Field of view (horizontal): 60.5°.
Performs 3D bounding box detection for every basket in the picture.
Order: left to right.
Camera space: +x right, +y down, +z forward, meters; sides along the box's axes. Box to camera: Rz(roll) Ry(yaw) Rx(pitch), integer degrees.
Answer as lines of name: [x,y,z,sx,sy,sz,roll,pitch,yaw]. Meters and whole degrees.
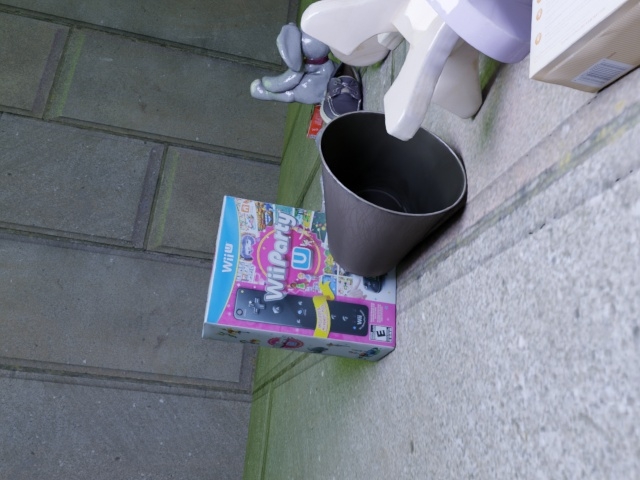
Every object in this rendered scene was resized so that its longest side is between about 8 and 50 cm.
basket: [0.085,-0.049,0.813,0.154,0.204,0.227,-56,-13,-27]

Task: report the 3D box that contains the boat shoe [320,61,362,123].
boat shoe: [0.057,-0.376,1.398,0.285,0.103,0.092,-85,5,-52]

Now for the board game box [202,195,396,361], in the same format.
board game box: [-0.030,0.067,0.923,0.097,0.303,0.224,120,156,-63]

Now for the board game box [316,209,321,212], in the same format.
board game box: [0.000,0.000,1.529,0.243,0.042,0.165,176,102,-79]

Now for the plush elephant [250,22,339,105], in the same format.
plush elephant: [-0.041,-0.550,1.656,0.330,0.272,0.255,30,128,48]

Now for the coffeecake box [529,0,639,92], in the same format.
coffeecake box: [0.235,-0.235,0.427,0.142,0.068,0.185,140,138,-74]

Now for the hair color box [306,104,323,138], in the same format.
hair color box: [-0.014,-0.443,1.978,0.141,0.043,0.072,109,164,-46]

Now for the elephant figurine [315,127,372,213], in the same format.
elephant figurine: [0.073,-0.092,1.024,0.169,0.186,0.239,31,133,32]

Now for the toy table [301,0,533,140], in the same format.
toy table: [0.123,-0.248,0.627,0.161,0.252,0.274,-48,19,42]

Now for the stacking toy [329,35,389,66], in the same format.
stacking toy: [0.104,-0.564,1.254,0.141,0.141,0.330,119,162,-61]
